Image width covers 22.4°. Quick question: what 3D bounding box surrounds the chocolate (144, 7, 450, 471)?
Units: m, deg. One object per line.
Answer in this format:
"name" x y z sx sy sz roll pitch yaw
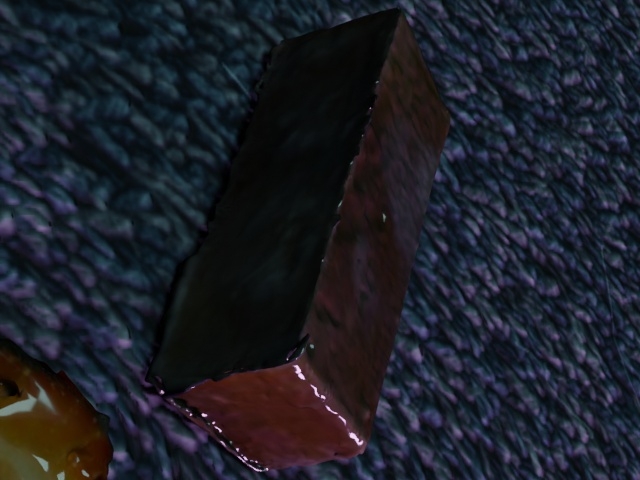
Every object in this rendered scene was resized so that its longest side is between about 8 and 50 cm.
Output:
"chocolate" 0.000 0.000 1.015 0.112 0.112 0.321 55 36 -35

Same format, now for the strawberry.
"strawberry" -0.175 0.109 0.743 0.192 0.085 0.140 18 68 -41
